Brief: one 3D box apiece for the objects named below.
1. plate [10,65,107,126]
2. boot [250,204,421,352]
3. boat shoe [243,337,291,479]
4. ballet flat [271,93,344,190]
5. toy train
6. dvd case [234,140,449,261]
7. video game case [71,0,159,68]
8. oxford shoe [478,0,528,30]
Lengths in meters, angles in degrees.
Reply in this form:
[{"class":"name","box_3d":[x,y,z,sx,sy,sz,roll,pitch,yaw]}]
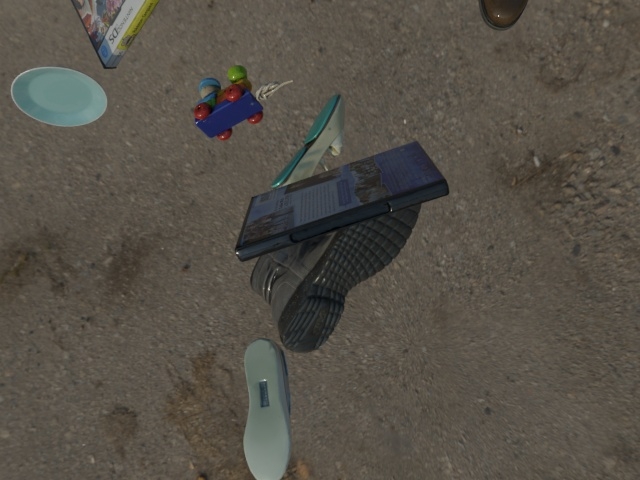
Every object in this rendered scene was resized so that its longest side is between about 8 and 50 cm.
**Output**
[{"class":"plate","box_3d":[-0.567,-0.318,1.118,0.188,0.188,0.024,-15,65,7]},{"class":"boot","box_3d":[0.000,0.000,0.867,0.338,0.118,0.222,-50,37,9]},{"class":"boat shoe","box_3d":[-0.078,0.277,0.851,0.079,0.081,0.227,-8,76,16]},{"class":"ballet flat","box_3d":[-0.006,-0.174,1.016,0.086,0.086,0.248,30,79,15]},{"class":"toy train","box_3d":[-0.178,-0.351,1.181,0.248,0.105,0.143,-24,56,16]},{"class":"dvd case","box_3d":[0.021,-0.056,0.651,0.253,0.180,0.022,-18,114,8]},{"class":"video game case","box_3d":[-0.458,-0.551,1.079,0.248,0.035,0.274,-28,87,43]},{"class":"oxford shoe","box_3d":[0.280,-0.416,0.716,0.083,0.096,0.227,12,98,-1]}]
